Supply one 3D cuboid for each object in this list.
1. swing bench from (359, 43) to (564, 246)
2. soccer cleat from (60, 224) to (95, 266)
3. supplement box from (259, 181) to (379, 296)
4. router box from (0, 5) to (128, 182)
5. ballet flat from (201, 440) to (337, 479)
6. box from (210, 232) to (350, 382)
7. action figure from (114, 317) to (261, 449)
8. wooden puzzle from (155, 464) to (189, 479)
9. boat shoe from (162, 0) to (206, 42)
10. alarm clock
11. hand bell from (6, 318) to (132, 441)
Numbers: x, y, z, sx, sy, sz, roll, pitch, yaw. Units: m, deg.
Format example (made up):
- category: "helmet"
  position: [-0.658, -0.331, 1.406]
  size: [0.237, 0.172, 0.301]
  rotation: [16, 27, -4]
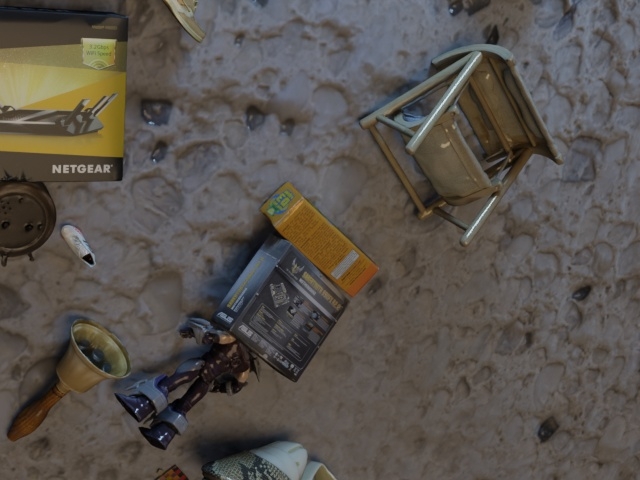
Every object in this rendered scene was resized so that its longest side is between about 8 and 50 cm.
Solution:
- category: "swing bench"
  position: [0.252, -0.175, 1.839]
  size: [0.255, 0.165, 0.253]
  rotation: [-41, 126, -8]
- category: "soccer cleat"
  position: [-0.385, 0.009, 1.685]
  size: [0.029, 0.035, 0.083]
  rotation: [-34, 126, -7]
- category: "supplement box"
  position: [0.000, 0.000, 1.852]
  size: [0.080, 0.078, 0.233]
  rotation: [-48, 127, 3]
- category: "router box"
  position: [-0.434, -0.207, 1.493]
  size: [0.309, 0.081, 0.243]
  rotation: [-3, 107, -26]
- category: "ballet flat"
  position: [-0.060, 0.500, 2.064]
  size: [0.182, 0.164, 0.483]
  rotation: [-55, 135, -19]
- category: "box"
  position: [-0.065, 0.121, 1.844]
  size: [0.183, 0.056, 0.231]
  rotation: [-56, 139, -10]
- category: "action figure"
  position: [-0.211, 0.232, 1.859]
  size: [0.285, 0.099, 0.185]
  rotation: [-37, 121, -23]
- category: "wooden puzzle"
  position: [-0.281, 0.454, 1.996]
  size: [0.049, 0.006, 0.083]
  rotation: [-36, 126, -6]
- category: "boat shoe"
  position: [-0.206, -0.355, 1.571]
  size: [0.045, 0.050, 0.135]
  rotation: [-37, 127, 2]
- category: "alarm clock"
  position: [-0.463, -0.056, 1.597]
  size: [0.129, 0.064, 0.192]
  rotation: [8, 109, -30]
- category: "hand bell"
  position: [-0.441, 0.257, 1.765]
  size: [0.242, 0.126, 0.126]
  rotation: [-45, 128, 15]
